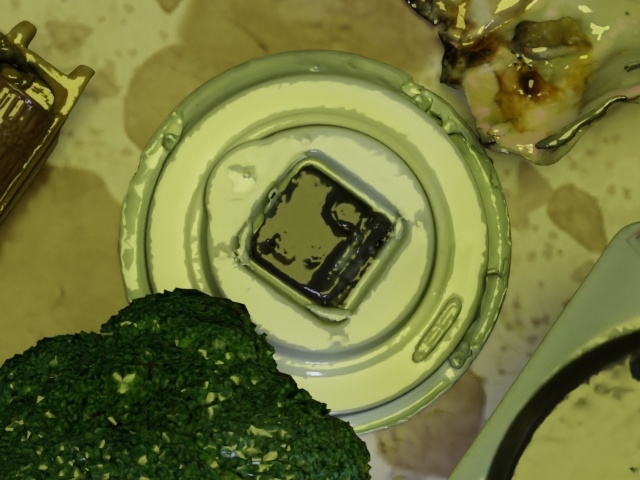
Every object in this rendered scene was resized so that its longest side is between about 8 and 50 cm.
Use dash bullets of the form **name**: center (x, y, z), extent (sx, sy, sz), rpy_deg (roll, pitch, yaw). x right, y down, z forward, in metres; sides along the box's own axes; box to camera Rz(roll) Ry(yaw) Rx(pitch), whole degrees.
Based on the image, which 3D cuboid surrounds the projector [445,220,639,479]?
- **projector**: center (0.195, 0.158, 0.880), extent (0.257, 0.079, 0.259), rpy_deg (33, 81, 12)

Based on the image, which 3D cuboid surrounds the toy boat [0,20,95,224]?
- **toy boat**: center (-0.216, -0.024, 0.993), extent (0.068, 0.088, 0.226), rpy_deg (35, 82, -1)

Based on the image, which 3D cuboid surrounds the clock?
- **clock**: center (0.000, 0.000, 1.025), extent (0.236, 0.053, 0.236), rpy_deg (0, 85, -4)

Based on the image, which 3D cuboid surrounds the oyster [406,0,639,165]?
- **oyster**: center (0.194, -0.205, 1.048), extent (0.201, 0.107, 0.354), rpy_deg (40, 95, 21)

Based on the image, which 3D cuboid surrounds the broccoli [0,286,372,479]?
- **broccoli**: center (-0.090, 0.173, 0.910), extent (0.275, 0.308, 0.308), rpy_deg (24, 81, -37)
